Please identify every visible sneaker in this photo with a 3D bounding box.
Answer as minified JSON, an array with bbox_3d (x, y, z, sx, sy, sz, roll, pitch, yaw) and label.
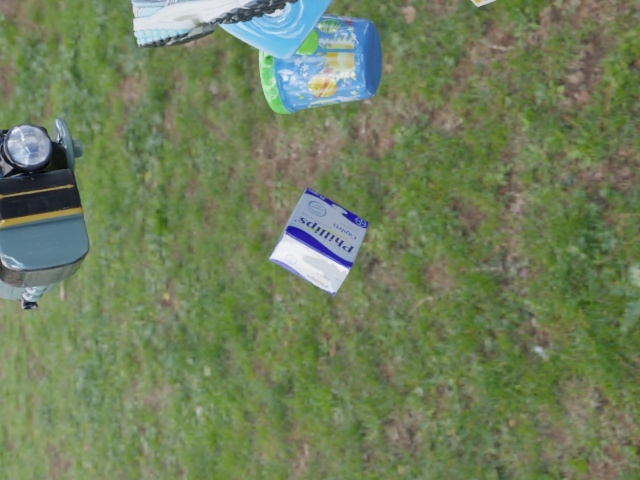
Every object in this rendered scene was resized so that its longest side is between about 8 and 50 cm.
[{"bbox_3d":[-0.137,-0.335,1.153,0.282,0.110,0.122,-10,100,28],"label":"sneaker"}]

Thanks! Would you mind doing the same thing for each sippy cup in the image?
[{"bbox_3d":[0.011,-0.393,1.967,0.223,0.305,0.240,2,124,19],"label":"sippy cup"}]

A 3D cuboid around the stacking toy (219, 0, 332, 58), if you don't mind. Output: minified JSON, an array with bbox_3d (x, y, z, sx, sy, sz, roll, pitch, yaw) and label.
[{"bbox_3d":[-0.083,-0.474,1.573,0.175,0.165,0.302,-49,27,31],"label":"stacking toy"}]

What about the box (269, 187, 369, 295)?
[{"bbox_3d":[0.000,0.000,1.500,0.072,0.126,0.137,-57,6,40],"label":"box"}]

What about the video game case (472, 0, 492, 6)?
[{"bbox_3d":[0.307,-0.544,1.685,0.206,0.227,0.026,-8,54,50],"label":"video game case"}]

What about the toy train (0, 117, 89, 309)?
[{"bbox_3d":[-0.370,-0.024,1.120,0.334,0.142,0.190,-32,70,62],"label":"toy train"}]
